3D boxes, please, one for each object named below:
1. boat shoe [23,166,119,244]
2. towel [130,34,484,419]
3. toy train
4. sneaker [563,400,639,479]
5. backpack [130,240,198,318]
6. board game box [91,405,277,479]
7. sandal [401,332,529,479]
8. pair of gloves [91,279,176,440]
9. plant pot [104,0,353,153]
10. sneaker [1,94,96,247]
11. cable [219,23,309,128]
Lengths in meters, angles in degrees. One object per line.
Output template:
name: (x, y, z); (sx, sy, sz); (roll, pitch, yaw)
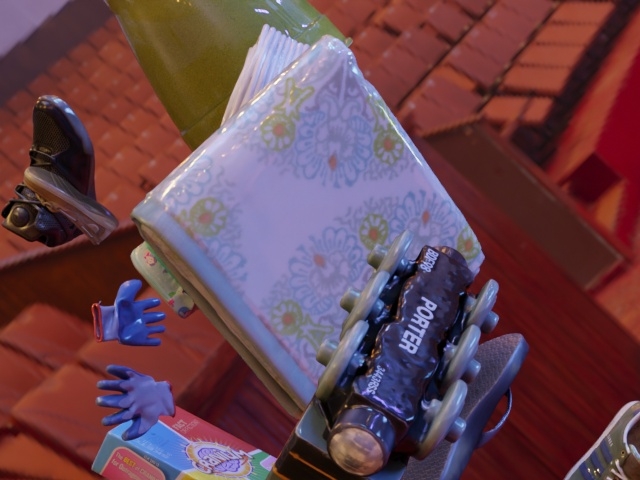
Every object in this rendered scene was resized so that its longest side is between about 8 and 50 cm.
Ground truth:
boat shoe: (-0.329, -0.043, 1.531); (0.048, 0.153, 0.056); (-48, 47, 7)
towel: (0.000, 0.000, 1.405); (0.320, 0.374, 0.090); (-46, 26, -18)
toy train: (0.058, 0.128, 1.092); (0.190, 0.142, 0.334); (-60, -1, 32)
sneaker: (0.304, 0.236, 1.201); (0.192, 0.064, 0.086); (-52, 1, -20)
backpack: (-0.255, 0.017, 2.279); (0.191, 0.253, 0.225); (-35, 3, 4)
board game box: (-0.147, 0.354, 1.740); (0.064, 0.316, 0.242); (-65, -8, 8)
sandal: (0.168, 0.216, 1.379); (0.097, 0.054, 0.254); (-6, 44, 57)
pair of gloves: (-0.234, 0.146, 1.471); (0.023, 0.198, 0.159); (-12, -7, 22)
plant pot: (-0.191, -0.382, 2.141); (0.366, 0.353, 0.366); (-38, 10, 8)
sneaker: (-0.382, -0.084, 1.646); (0.130, 0.087, 0.227); (-40, -36, -43)
cable: (-0.088, -0.165, 1.641); (0.257, 0.089, 0.257); (115, 173, -45)
